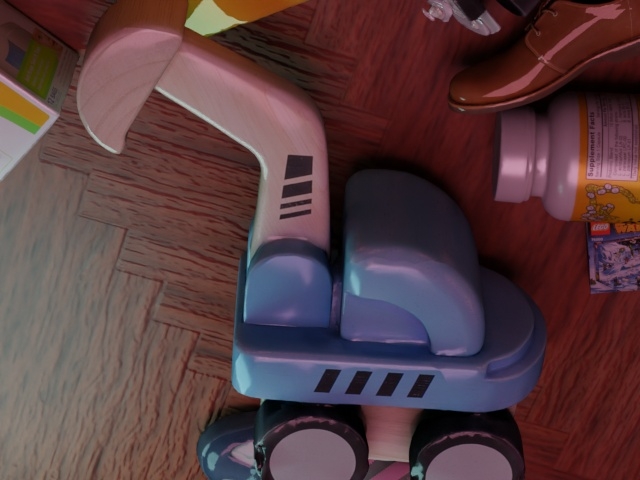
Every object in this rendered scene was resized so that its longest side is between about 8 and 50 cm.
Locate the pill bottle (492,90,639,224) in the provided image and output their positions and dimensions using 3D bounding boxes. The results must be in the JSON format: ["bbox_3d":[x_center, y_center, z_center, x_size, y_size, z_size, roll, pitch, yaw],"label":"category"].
[{"bbox_3d":[0.261,-0.073,1.662,0.208,0.117,0.117,3,126,0],"label":"pill bottle"}]

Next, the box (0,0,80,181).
[{"bbox_3d":[-0.329,-0.162,1.634,0.203,0.114,0.103,36,119,-19],"label":"box"}]

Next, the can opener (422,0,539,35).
[{"bbox_3d":[0.071,-0.279,1.567,0.280,0.074,0.093,43,82,-26],"label":"can opener"}]

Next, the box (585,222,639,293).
[{"bbox_3d":[0.321,0.002,1.768,0.137,0.027,0.094,-4,127,6],"label":"box"}]

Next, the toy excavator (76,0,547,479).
[{"bbox_3d":[0.000,0.000,1.677,0.433,0.222,0.445,4,121,-2],"label":"toy excavator"}]

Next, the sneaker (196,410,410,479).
[{"bbox_3d":[0.026,0.266,1.908,0.319,0.131,0.112,13,126,-6],"label":"sneaker"}]

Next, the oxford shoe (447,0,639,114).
[{"bbox_3d":[0.200,-0.177,1.621,0.212,0.076,0.076,-26,122,8],"label":"oxford shoe"}]

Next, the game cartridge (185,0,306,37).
[{"bbox_3d":[-0.072,-0.313,1.495,0.324,0.052,0.285,-14,127,39],"label":"game cartridge"}]
